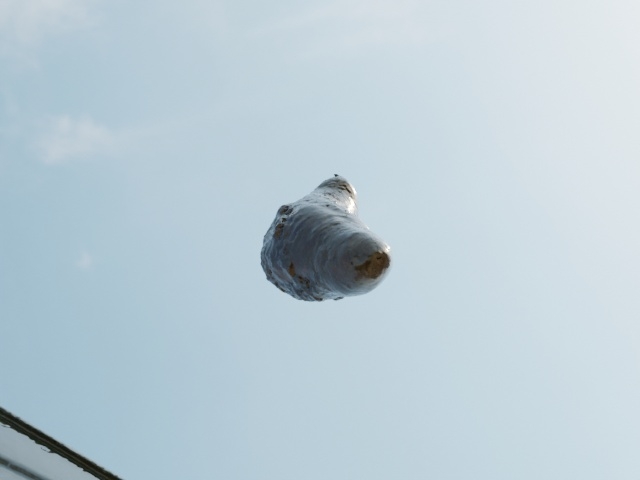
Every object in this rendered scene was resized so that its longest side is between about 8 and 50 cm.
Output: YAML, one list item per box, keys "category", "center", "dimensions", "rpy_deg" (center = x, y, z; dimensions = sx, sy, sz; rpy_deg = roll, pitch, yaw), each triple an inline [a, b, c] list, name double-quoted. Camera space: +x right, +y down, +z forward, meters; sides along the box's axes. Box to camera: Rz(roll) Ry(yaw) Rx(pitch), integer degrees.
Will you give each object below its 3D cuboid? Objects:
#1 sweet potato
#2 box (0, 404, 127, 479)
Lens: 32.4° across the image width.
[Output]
- category: "sweet potato"
  center: [-0.003, 0.001, 1.031]
  dimensions: [0.114, 0.341, 0.092]
  rpy_deg: [-29, -79, 2]
- category: "box"
  center: [-0.242, 0.206, 0.767]
  dimensions: [0.138, 0.274, 0.178]
  rpy_deg: [-66, -25, -2]
